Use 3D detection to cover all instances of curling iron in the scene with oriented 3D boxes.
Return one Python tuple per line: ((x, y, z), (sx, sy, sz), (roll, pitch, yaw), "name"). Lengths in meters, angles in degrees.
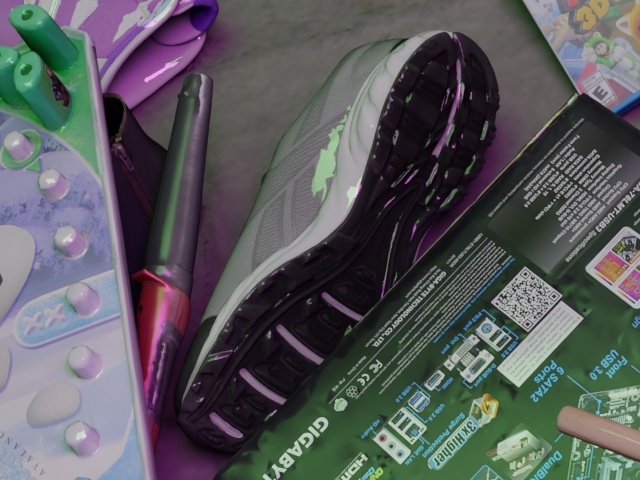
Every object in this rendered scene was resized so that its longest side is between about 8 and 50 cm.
((-0.100, 0.033, 0.876), (0.068, 0.035, 0.274), (5, 75, 29), "curling iron")

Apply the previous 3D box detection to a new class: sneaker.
((-0.115, -0.208, 1.054), (0.161, 0.102, 0.282), (20, 81, 24), "sneaker")
((-0.154, 0.027, 0.915), (0.083, 0.118, 0.222), (12, 66, 25), "sneaker")
((0.000, 0.000, 0.903), (0.108, 0.100, 0.271), (14, 69, 54), "sneaker")

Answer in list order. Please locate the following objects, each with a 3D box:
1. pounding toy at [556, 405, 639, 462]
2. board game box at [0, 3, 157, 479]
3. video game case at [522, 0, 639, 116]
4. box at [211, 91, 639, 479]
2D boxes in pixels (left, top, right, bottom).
((0.141, 0.162, 0.654), (0.206, 0.094, 0.181), (-28, 55, 17), "pounding toy")
((-0.285, 0.084, 0.827), (0.390, 0.050, 0.390), (-21, 54, 11), "board game box")
((0.172, -0.168, 0.925), (0.119, 0.015, 0.166), (-35, 70, 21), "video game case")
((0.145, 0.115, 0.782), (0.295, 0.073, 0.293), (-46, 62, -8), "box")
